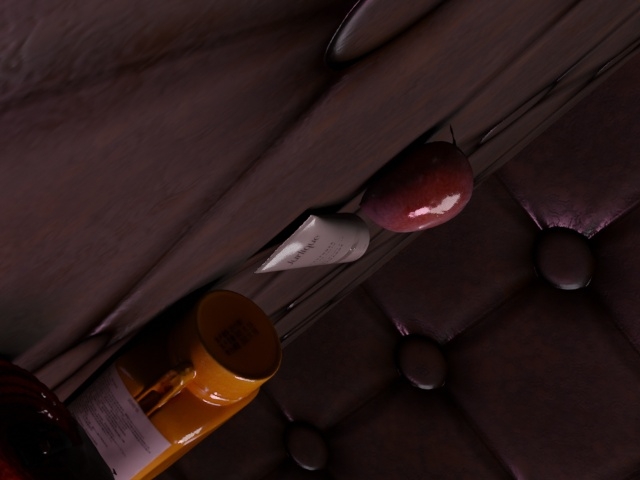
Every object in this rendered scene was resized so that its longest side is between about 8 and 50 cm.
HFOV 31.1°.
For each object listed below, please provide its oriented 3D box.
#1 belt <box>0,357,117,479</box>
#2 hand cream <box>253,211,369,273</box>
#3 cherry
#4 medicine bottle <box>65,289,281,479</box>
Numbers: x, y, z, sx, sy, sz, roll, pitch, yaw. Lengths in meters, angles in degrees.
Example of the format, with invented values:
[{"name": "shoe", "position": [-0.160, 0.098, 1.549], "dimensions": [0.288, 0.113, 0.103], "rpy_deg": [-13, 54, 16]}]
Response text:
[{"name": "belt", "position": [-0.211, 0.153, 0.699], "dimensions": [0.124, 0.128, 0.201], "rpy_deg": [-37, 171, -2]}, {"name": "hand cream", "position": [0.000, 0.000, 1.203], "dimensions": [0.087, 0.054, 0.186], "rpy_deg": [-44, 166, 20]}, {"name": "cherry", "position": [0.113, -0.055, 1.243], "dimensions": [0.126, 0.087, 0.106], "rpy_deg": [-42, 169, 13]}, {"name": "medicine bottle", "position": [-0.144, 0.147, 1.143], "dimensions": [0.222, 0.112, 0.149], "rpy_deg": [-42, 173, 34]}]
